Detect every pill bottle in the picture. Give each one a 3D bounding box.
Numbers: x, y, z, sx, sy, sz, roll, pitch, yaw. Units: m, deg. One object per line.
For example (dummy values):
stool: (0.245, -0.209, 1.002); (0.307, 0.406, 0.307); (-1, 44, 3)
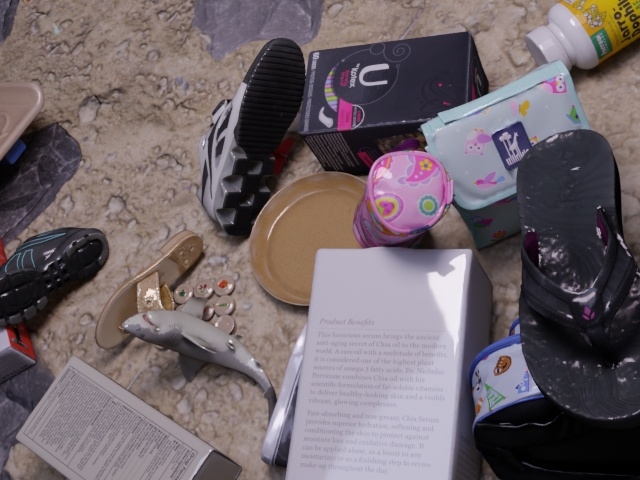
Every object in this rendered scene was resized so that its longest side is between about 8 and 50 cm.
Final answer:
pill bottle: (0.428, -0.340, 1.659); (0.208, 0.117, 0.117); (-33, 57, 3)

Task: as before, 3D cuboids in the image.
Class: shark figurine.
shark figurine: (-0.166, 0.194, 1.657); (0.278, 0.166, 0.116); (32, 114, 6)

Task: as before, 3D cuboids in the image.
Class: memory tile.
memory tile: (-0.206, 0.117, 1.744); (0.148, 0.012, 0.113); (-12, 61, 16)

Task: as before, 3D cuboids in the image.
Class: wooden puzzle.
wooden puzzle: (-0.685, -0.140, 1.988); (0.322, 0.080, 0.347); (6, 59, 38)

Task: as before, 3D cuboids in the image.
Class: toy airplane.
toy airplane: (-0.107, -0.164, 1.835); (0.151, 0.028, 0.151); (-8, 73, 27)

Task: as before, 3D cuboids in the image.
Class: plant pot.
plant pot: (0.000, 0.000, 1.709); (0.236, 0.032, 0.236); (-10, 62, 18)

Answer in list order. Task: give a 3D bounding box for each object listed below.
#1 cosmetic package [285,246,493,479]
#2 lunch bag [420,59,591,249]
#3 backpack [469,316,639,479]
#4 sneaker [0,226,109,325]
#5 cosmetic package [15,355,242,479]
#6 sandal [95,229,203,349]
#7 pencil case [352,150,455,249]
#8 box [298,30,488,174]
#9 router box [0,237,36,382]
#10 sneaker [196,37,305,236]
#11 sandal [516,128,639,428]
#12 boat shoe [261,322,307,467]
cosmetic package: (0.095, 0.246, 1.453); (0.230, 0.161, 0.453); (0, 69, 22)
lunch bag: (0.273, -0.128, 1.527); (0.223, 0.262, 0.160); (-24, 58, 8)
backpack: (0.319, 0.197, 1.347); (0.263, 0.276, 0.213); (-13, 44, 9)
sneaker: (-0.489, 0.057, 1.814); (0.267, 0.101, 0.106); (-32, 38, -32)
cosmetic package: (-0.292, 0.320, 1.616); (0.309, 0.113, 0.160); (28, 77, 30)
sandal: (-0.260, 0.090, 1.720); (0.079, 0.088, 0.240); (29, 73, 37)
pencil case: (0.113, -0.045, 1.513); (0.124, 0.284, 0.124); (1, 81, -3)
box: (0.120, -0.213, 1.703); (0.270, 0.143, 0.165); (-4, 62, 20)
router box: (-0.690, 0.159, 1.876); (0.335, 0.082, 0.301); (-29, 57, 6)
sneaker: (-0.134, -0.185, 1.749); (0.146, 0.122, 0.330); (36, 111, 43)
sandal: (0.296, 0.022, 1.267); (0.168, 0.107, 0.445); (-21, 44, 20)
boat shoe: (-0.018, 0.227, 1.578); (0.076, 0.080, 0.228); (16, 68, 11)
